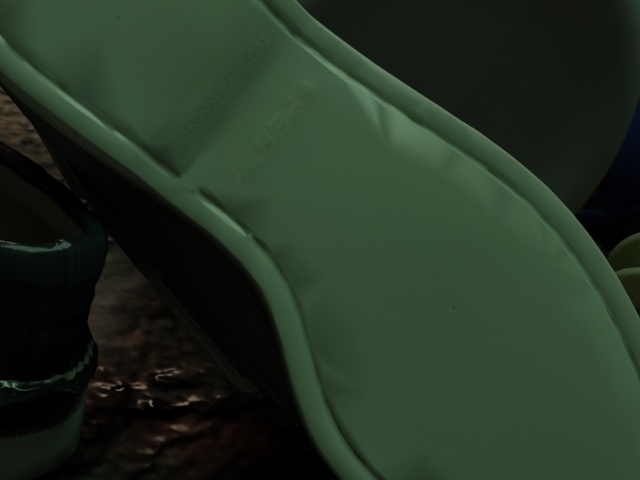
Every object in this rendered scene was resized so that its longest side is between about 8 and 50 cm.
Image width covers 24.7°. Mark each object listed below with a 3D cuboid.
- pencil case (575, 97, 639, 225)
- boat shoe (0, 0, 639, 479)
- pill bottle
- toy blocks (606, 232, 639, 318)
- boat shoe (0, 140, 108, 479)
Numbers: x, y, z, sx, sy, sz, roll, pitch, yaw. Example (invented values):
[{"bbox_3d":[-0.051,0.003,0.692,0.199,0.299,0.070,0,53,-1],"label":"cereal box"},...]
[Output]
[{"bbox_3d":[0.206,-0.106,0.912,0.119,0.133,0.306,20,23,17],"label":"pencil case"},{"bbox_3d":[0.000,0.000,0.514,0.319,0.116,0.099,45,-10,-3],"label":"boat shoe"},{"bbox_3d":[-0.018,-0.141,0.731,0.210,0.210,0.363,5,28,-28],"label":"pill bottle"},{"bbox_3d":[0.202,0.030,0.722,0.123,0.054,0.148,26,25,13],"label":"toy blocks"},{"bbox_3d":[-0.178,-0.034,0.537,0.303,0.091,0.114,34,28,29],"label":"boat shoe"}]
